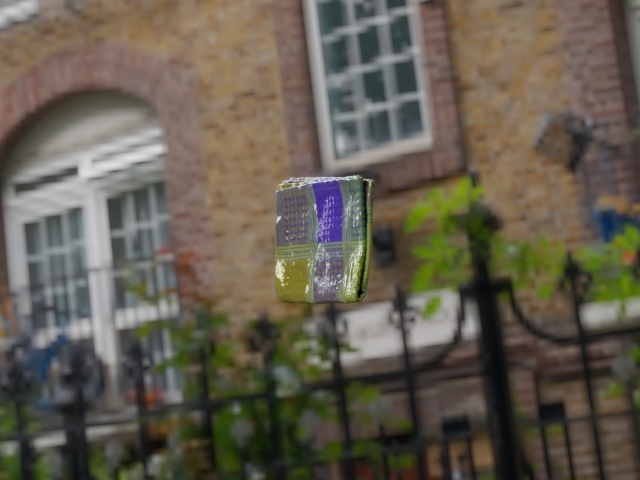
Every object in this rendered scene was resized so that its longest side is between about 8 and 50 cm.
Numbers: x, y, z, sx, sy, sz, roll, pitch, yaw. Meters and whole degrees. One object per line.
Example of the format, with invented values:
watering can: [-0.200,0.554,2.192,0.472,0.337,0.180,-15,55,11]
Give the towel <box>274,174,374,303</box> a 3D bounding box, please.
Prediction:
towel: [0.000,0.000,0.852,0.009,0.060,0.083,3,-1,-28]
